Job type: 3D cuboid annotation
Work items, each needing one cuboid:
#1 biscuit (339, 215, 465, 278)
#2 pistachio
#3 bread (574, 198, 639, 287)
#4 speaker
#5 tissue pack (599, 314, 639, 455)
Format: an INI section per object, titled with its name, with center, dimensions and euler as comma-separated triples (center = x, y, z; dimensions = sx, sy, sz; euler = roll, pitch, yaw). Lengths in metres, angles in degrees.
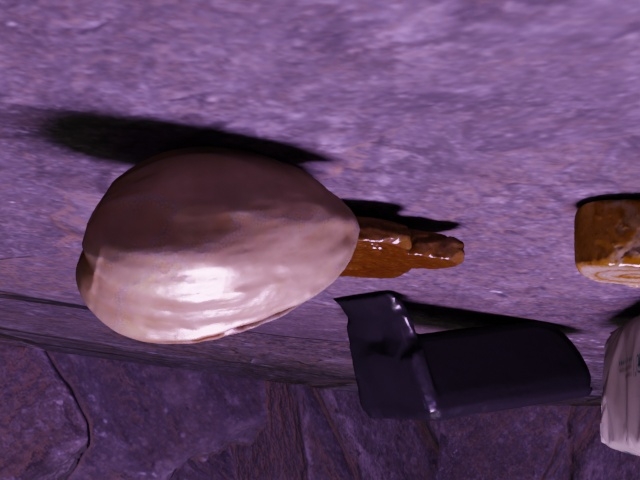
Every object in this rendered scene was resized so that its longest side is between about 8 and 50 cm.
[biscuit]
center = 0.000, 0.000, 1.073
dimensions = 0.290, 0.041, 0.208
euler = 2, 169, 6
[pistachio]
center = -0.083, 0.002, 0.860
dimensions = 0.229, 0.157, 0.157
euler = -5, 171, -19
[bread]
center = 0.302, 0.009, 0.939
dimensions = 0.149, 0.073, 0.122
euler = 0, 169, 19
[speaker]
center = 0.219, 0.167, 1.614
dimensions = 0.388, 0.184, 0.180
euler = -1, 174, -36
[tissue pack]
center = 0.540, 0.184, 1.357
dimensions = 0.297, 0.207, 0.380
euler = 4, 168, 6
